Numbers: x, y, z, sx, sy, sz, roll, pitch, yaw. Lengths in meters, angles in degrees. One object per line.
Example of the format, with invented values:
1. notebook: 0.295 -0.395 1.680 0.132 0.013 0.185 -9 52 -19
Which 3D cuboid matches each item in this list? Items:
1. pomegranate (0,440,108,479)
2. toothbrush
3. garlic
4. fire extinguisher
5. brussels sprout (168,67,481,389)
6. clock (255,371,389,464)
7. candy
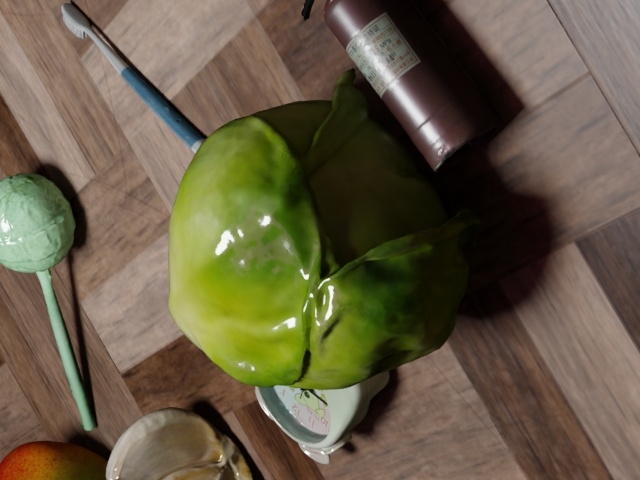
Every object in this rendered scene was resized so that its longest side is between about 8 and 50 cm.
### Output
1. pomegranate: -0.368 0.394 2.014 0.257 0.221 0.220 -6 109 51
2. toothbrush: -0.202 -0.171 1.577 0.275 0.019 0.025 45 148 22
3. garlic: -0.176 0.320 1.766 0.229 0.178 0.143 67 163 -1
4. fire extinguisher: 0.052 -0.160 1.213 0.231 0.071 0.099 53 138 11
5. brussels sprout: 0.000 0.002 1.268 0.294 0.227 0.259 -28 87 39
6. clock: -0.011 0.150 1.522 0.151 0.062 0.191 45 143 21
7. candy: -0.351 0.099 1.906 0.119 0.119 0.439 29 141 38
